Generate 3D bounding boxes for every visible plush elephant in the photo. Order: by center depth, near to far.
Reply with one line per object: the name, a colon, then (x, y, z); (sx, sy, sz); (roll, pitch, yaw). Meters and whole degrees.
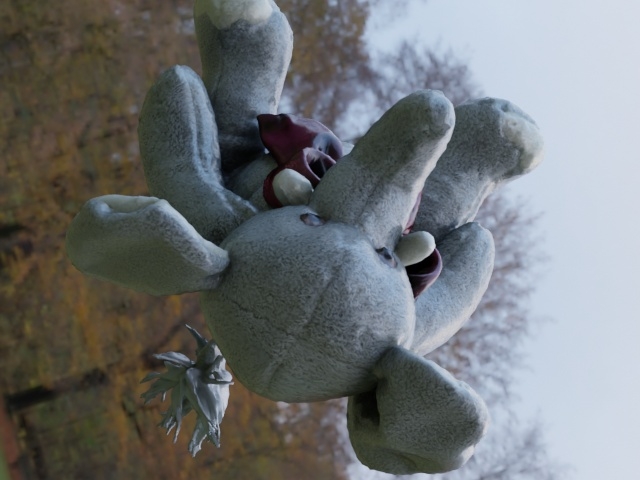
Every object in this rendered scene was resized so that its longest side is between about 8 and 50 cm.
plush elephant: (0.000, 0.000, 0.690); (0.272, 0.330, 0.255); (30, -6, -13)
